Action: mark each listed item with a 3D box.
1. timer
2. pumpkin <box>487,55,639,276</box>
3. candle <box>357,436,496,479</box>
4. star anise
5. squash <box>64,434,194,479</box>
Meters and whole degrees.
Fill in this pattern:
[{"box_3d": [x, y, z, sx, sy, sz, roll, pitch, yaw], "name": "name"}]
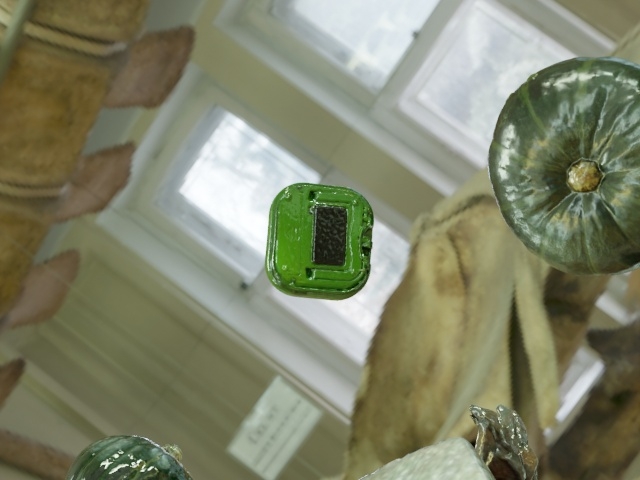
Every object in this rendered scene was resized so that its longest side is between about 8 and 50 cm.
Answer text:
[{"box_3d": [0.000, 0.000, 1.321, 0.047, 0.128, 0.140, 136, 139, -76], "name": "timer"}, {"box_3d": [0.375, -0.103, 1.485, 0.207, 0.300, 0.300, -31, -23, -56], "name": "pumpkin"}, {"box_3d": [0.020, 0.146, 0.394, 0.192, 0.068, 0.168, -6, 33, 50], "name": "candle"}, {"box_3d": [0.118, 0.172, 0.725, 0.141, 0.042, 0.141, 7, -90, -68], "name": "star anise"}, {"box_3d": [-0.247, 0.357, 1.478, 0.172, 0.218, 0.218, -28, -13, -12], "name": "squash"}]
